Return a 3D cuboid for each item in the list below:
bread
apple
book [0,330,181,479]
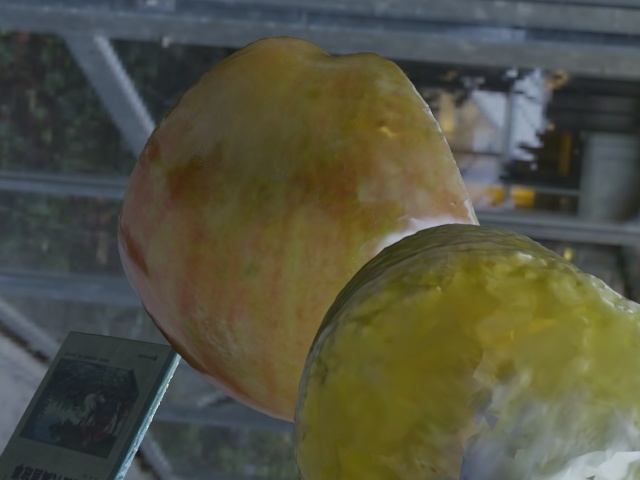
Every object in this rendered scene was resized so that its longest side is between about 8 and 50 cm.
[{"bbox_3d":[0.083,0.089,0.723,0.170,0.197,0.197,-85,179,-77],"label":"bread"},{"bbox_3d":[0.000,0.000,1.175,0.309,0.314,0.252,81,26,-61],"label":"apple"},{"bbox_3d":[-0.284,0.236,1.673,0.025,0.215,0.282,42,62,-39],"label":"book"}]
